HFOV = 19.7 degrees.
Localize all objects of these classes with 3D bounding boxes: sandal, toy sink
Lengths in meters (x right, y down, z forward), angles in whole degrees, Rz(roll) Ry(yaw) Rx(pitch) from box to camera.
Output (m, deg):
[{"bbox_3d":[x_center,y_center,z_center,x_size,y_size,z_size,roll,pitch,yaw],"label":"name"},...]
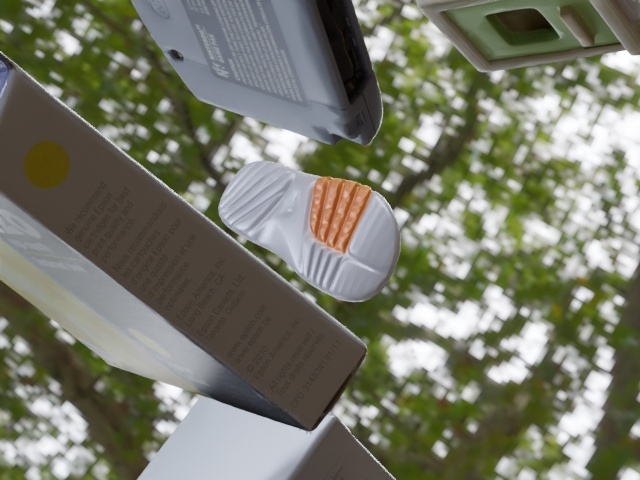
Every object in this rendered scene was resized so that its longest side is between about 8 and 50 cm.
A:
[{"bbox_3d":[0.005,-0.009,1.718,0.076,0.265,0.102,34,-92,-38],"label":"sandal"},{"bbox_3d":[0.223,-0.245,1.654,0.153,0.234,0.131,36,-128,-57],"label":"toy sink"}]

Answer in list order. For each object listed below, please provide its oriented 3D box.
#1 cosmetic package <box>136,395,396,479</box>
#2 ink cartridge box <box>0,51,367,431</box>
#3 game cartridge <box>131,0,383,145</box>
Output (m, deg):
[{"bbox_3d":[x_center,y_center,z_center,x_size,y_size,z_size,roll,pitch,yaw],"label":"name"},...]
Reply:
[{"bbox_3d":[-0.037,0.250,1.299,0.224,0.138,0.224,-52,-50,-16],"label":"cosmetic package"},{"bbox_3d":[-0.161,-0.022,1.011,0.307,0.304,0.072,38,-102,-23],"label":"ink cartridge box"},{"bbox_3d":[-0.069,-0.199,1.434,0.062,0.198,0.297,-53,-31,-22],"label":"game cartridge"}]
